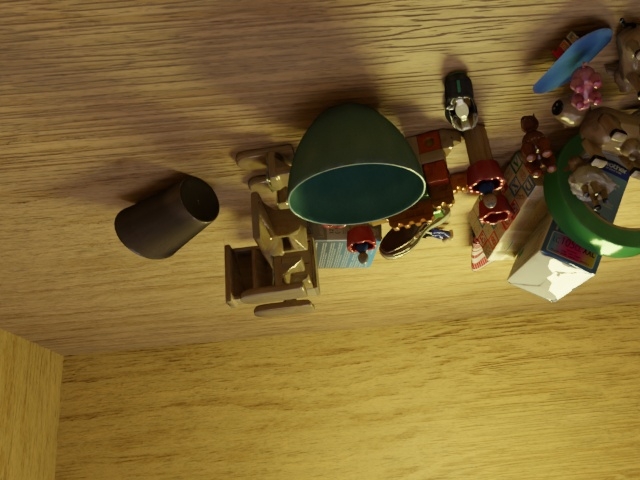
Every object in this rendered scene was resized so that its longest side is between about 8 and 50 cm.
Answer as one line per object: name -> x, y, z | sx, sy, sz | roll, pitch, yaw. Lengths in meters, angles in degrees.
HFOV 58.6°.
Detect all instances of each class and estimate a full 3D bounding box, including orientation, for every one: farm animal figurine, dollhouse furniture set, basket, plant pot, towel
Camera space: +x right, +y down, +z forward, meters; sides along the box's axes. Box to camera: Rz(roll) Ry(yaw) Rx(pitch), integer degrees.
farm animal figurine -> 0.585, -0.260, 1.181 | 0.327, 0.172, 0.330 | 28, 131, -21
dollhouse furniture set -> -0.155, 0.022, 1.449 | 0.257, 0.361, 0.394 | -8, 157, 4
basket -> -0.386, -0.062, 1.490 | 0.227, 0.154, 0.204 | -27, 152, 35
plant pot -> 0.068, -0.179, 1.236 | 0.291, 0.195, 0.290 | -5, 159, -2
towel -> 0.624, 0.006, 1.948 | 0.237, 0.037, 0.329 | -29, 156, 3

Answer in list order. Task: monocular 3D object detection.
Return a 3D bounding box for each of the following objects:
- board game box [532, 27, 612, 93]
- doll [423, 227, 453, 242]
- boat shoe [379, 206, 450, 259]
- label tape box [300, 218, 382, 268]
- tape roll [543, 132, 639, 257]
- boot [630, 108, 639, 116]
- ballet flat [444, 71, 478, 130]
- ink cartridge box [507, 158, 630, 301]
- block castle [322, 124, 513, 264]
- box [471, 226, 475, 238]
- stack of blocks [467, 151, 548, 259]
board game box -> 0.480, -0.356, 1.107 | 0.133, 0.033, 0.168 | -17, 158, -33
doll -> 0.342, -0.029, 1.881 | 0.189, 0.046, 0.129 | 8, 165, -16
boat shoe -> 0.269, -0.051, 1.660 | 0.257, 0.095, 0.095 | -40, 146, -15
label tape box -> 0.000, 0.000, 1.786 | 0.348, 0.115, 0.249 | 0, 157, -4
tape roll -> 0.709, -0.120, 1.377 | 0.322, 0.321, 0.077 | -3, 160, -7
boot -> 0.799, -0.309, 1.264 | 0.258, 0.095, 0.123 | -21, 149, 13
ballet flat -> 0.301, -0.277, 1.222 | 0.074, 0.074, 0.203 | -12, 158, 15
ink cartridge box -> 0.677, -0.063, 1.542 | 0.151, 0.395, 0.270 | 25, 161, 8
block castle -> 0.245, -0.097, 1.465 | 0.454, 0.212, 0.303 | -13, 157, 18
box -> 0.554, -0.017, 1.956 | 0.062, 0.052, 0.083 | -11, 159, 11
stack of blocks -> 0.527, -0.103, 1.573 | 0.087, 0.171, 0.297 | 0, 140, -15
